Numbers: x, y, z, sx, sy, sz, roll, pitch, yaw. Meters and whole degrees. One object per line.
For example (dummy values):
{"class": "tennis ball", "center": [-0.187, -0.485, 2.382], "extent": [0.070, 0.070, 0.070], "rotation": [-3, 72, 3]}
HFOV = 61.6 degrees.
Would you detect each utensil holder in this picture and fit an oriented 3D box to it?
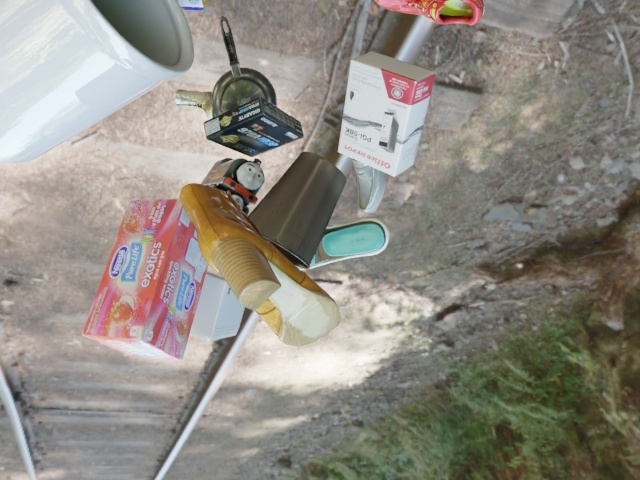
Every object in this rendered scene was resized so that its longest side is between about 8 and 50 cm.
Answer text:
{"class": "utensil holder", "center": [-0.480, -0.356, 0.955], "extent": [0.385, 0.328, 0.327], "rotation": [-24, 143, 20]}

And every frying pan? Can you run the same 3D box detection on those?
{"class": "frying pan", "center": [-0.218, -0.476, 1.589], "extent": [0.197, 0.053, 0.327], "rotation": [8, 108, -8]}

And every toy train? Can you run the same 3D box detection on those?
{"class": "toy train", "center": [-0.249, -0.132, 1.428], "extent": [0.142, 0.190, 0.334], "rotation": [34, 170, -21]}

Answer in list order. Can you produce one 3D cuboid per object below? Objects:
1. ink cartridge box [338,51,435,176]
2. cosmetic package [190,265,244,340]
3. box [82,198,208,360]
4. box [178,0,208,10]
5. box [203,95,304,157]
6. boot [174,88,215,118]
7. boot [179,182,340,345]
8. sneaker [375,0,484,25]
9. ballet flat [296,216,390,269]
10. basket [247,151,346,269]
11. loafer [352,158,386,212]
{"class": "ink cartridge box", "center": [0.084, -0.168, 0.718], "extent": [0.099, 0.056, 0.135], "rotation": [27, 131, 25]}
{"class": "cosmetic package", "center": [-0.294, 0.141, 1.320], "extent": [0.183, 0.152, 0.151], "rotation": [18, -179, 17]}
{"class": "box", "center": [-0.339, 0.078, 1.106], "extent": [0.142, 0.300, 0.154], "rotation": [0, 154, 21]}
{"class": "box", "center": [-0.277, -0.525, 1.076], "extent": [0.081, 0.028, 0.136], "rotation": [10, 137, 18]}
{"class": "box", "center": [-0.170, -0.290, 1.405], "extent": [0.175, 0.051, 0.220], "rotation": [-17, 168, 22]}
{"class": "boot", "center": [-0.503, -0.554, 2.165], "extent": [0.164, 0.213, 0.077], "rotation": [3, 124, -14]}
{"class": "boot", "center": [-0.084, 0.034, 0.811], "extent": [0.104, 0.211, 0.295], "rotation": [-38, 147, 5]}
{"class": "sneaker", "center": [0.269, -0.590, 1.315], "extent": [0.278, 0.119, 0.107], "rotation": [7, 139, -1]}
{"class": "ballet flat", "center": [0.000, 0.000, 1.488], "extent": [0.399, 0.139, 0.139], "rotation": [-7, 148, 16]}
{"class": "basket", "center": [-0.052, -0.077, 1.233], "extent": [0.204, 0.227, 0.154], "rotation": [23, 165, 34]}
{"class": "loafer", "center": [0.148, -0.247, 1.719], "extent": [0.111, 0.320, 0.112], "rotation": [-6, -165, -33]}
